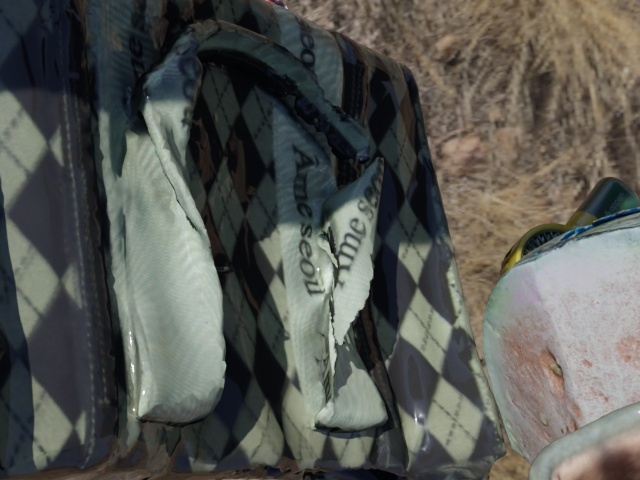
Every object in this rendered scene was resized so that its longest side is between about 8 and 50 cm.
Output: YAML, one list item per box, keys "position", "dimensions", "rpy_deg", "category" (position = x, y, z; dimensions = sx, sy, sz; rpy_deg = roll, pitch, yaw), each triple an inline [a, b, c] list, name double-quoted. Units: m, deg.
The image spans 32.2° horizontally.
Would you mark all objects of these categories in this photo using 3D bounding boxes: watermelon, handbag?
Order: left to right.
- position: [-0.071, 0.005, 0.611]
  dimensions: [0.416, 0.180, 0.317]
  rpy_deg: [10, 58, -51]
  category: "handbag"
- position: [0.237, 0.044, 0.613]
  dimensions: [0.175, 0.321, 0.188]
  rpy_deg: [-35, 116, -45]
  category: "watermelon"

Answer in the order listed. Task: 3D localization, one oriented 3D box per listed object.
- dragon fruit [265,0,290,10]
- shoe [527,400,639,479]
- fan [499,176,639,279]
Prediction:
- position: [-0.121, -0.200, 1.246]
  dimensions: [0.282, 0.147, 0.211]
  rpy_deg: [45, 84, -5]
  category: "dragon fruit"
- position: [0.106, 0.088, 0.382]
  dimensions: [0.078, 0.195, 0.079]
  rpy_deg: [32, 50, -9]
  category: "shoe"
- position: [0.192, 0.009, 0.829]
  dimensions: [0.082, 0.039, 0.155]
  rpy_deg: [42, 58, 4]
  category: "fan"
